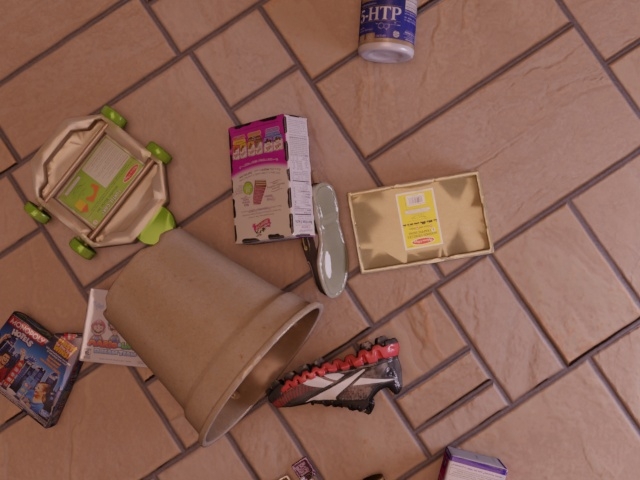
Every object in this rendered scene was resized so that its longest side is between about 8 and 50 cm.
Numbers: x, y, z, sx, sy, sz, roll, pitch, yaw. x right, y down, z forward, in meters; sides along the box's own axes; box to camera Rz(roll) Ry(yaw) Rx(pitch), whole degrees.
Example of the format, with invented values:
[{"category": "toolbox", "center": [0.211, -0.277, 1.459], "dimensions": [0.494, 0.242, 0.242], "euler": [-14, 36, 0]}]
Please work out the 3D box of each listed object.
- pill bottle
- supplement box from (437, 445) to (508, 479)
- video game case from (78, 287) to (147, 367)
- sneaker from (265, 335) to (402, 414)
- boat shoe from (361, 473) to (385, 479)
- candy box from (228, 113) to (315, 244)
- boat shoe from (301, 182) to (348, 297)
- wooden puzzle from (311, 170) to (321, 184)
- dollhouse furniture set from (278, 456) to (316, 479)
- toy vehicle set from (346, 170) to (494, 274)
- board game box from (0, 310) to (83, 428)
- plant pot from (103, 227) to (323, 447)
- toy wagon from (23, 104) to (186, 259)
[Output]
[{"category": "pill bottle", "center": [0.134, -0.453, 1.772], "dimensions": [0.112, 0.112, 0.187], "euler": [3, 86, 3]}, {"category": "supplement box", "center": [0.268, 0.517, 1.704], "dimensions": [0.114, 0.111, 0.220], "euler": [13, 87, 4]}, {"category": "video game case", "center": [-0.386, 0.174, 1.773], "dimensions": [0.157, 0.019, 0.143], "euler": [9, 87, -20]}, {"category": "sneaker", "center": [0.035, 0.284, 1.736], "dimensions": [0.276, 0.097, 0.135], "euler": [-19, 83, 0]}, {"category": "boat shoe", "center": [0.067, 0.507, 1.746], "dimensions": [0.152, 0.056, 0.049], "euler": [-34, 90, 10]}, {"category": "candy box", "center": [-0.096, -0.114, 1.743], "dimensions": [0.159, 0.071, 0.233], "euler": [-7, 85, 42]}, {"category": "boat shoe", "center": [0.000, 0.000, 1.772], "dimensions": [0.068, 0.081, 0.228], "euler": [1, 101, 45]}, {"category": "wooden puzzle", "center": [-0.031, -0.097, 1.806], "dimensions": [0.078, 0.014, 0.116], "euler": [-26, 85, 1]}, {"category": "dollhouse furniture set", "center": [-0.053, 0.491, 1.735], "dimensions": [0.114, 0.081, 0.091], "euler": [-33, 85, 0]}, {"category": "toy vehicle set", "center": [0.196, -0.035, 1.780], "dimensions": [0.267, 0.035, 0.166], "euler": [-9, 86, 2]}, {"category": "board game box", "center": [-0.551, 0.235, 1.786], "dimensions": [0.194, 0.060, 0.194], "euler": [37, 88, 5]}, {"category": "plant pot", "center": [-0.217, 0.152, 1.655], "dimensions": [0.305, 0.334, 0.334], "euler": [38, 89, 10]}, {"category": "toy wagon", "center": [-0.412, -0.090, 1.798], "dimensions": [0.344, 0.068, 0.267], "euler": [38, 89, 4]}]
